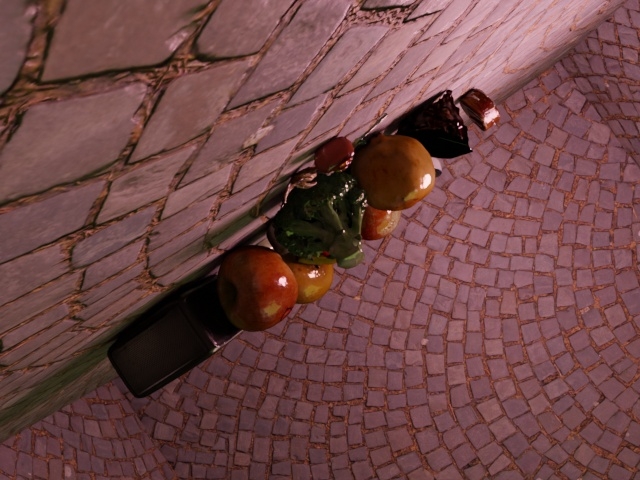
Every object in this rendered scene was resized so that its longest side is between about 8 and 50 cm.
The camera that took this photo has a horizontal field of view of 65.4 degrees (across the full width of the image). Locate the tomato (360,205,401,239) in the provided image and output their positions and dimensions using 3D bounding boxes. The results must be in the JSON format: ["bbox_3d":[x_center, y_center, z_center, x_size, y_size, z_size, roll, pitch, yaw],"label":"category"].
[{"bbox_3d":[0.221,-0.134,2.021,0.223,0.270,0.270,-6,170,-13],"label":"tomato"}]

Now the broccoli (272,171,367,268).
[{"bbox_3d":[0.018,-0.041,1.296,0.270,0.270,0.270,-23,148,-16],"label":"broccoli"}]

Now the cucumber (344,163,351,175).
[{"bbox_3d":[0.121,-0.224,1.524,0.245,0.067,0.067,-33,177,-5],"label":"cucumber"}]

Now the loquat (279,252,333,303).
[{"bbox_3d":[-0.107,0.140,2.256,0.328,0.328,0.359,-33,171,-43],"label":"loquat"}]

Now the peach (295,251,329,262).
[{"bbox_3d":[0.000,0.000,1.988,0.249,0.245,0.275,-28,179,6],"label":"peach"}]

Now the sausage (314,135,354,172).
[{"bbox_3d":[0.026,-0.184,1.066,0.094,0.054,0.059,-34,178,-14],"label":"sausage"}]

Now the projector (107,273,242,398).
[{"bbox_3d":[-0.482,0.323,1.788,0.405,0.242,0.395,-34,180,21],"label":"projector"}]

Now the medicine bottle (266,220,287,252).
[{"bbox_3d":[0.000,-0.084,1.666,0.375,0.123,0.282,-29,177,-12],"label":"medicine bottle"}]

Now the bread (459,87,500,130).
[{"bbox_3d":[0.581,-0.479,1.821,0.073,0.160,0.160,-40,177,10],"label":"bread"}]

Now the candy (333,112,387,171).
[{"bbox_3d":[0.087,-0.232,1.151,0.201,0.060,0.060,-43,180,-15],"label":"candy"}]

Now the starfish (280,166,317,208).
[{"bbox_3d":[-0.056,-0.129,1.136,0.130,0.041,0.133,-44,172,-5],"label":"starfish"}]

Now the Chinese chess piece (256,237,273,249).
[{"bbox_3d":[-0.228,0.041,1.930,0.144,0.058,0.144,-37,178,-2],"label":"Chinese chess piece"}]

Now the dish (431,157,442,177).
[{"bbox_3d":[0.267,-0.281,1.686,0.274,0.133,0.273,-2,174,0],"label":"dish"}]

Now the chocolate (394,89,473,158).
[{"bbox_3d":[0.332,-0.353,1.453,0.224,0.206,0.177,174,-72,-75],"label":"chocolate"}]

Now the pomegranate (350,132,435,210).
[{"bbox_3d":[0.195,-0.182,1.374,0.233,0.233,0.233,-35,178,-2],"label":"pomegranate"}]

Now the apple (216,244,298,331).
[{"bbox_3d":[-0.197,0.153,1.641,0.250,0.277,0.309,-11,168,-32],"label":"apple"}]
